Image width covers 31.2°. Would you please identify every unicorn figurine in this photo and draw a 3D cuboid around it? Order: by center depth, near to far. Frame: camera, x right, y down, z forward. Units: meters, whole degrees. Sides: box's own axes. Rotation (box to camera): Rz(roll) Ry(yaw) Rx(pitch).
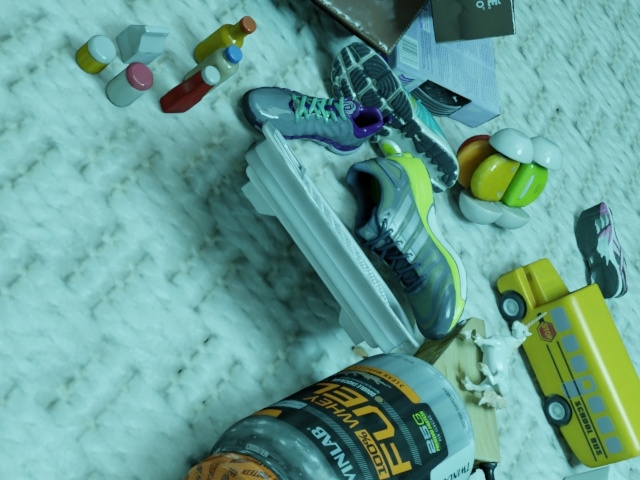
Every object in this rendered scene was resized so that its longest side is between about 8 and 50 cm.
[{"bbox_3d":[0.245,0.162,1.602,0.111,0.060,0.162,25,70,-34],"label":"unicorn figurine"}]

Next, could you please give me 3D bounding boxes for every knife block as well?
[{"bbox_3d":[0.197,0.274,1.598,0.242,0.088,0.276,55,43,-8],"label":"knife block"}]

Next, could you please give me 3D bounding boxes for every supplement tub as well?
[{"bbox_3d":[0.011,0.272,1.335,0.338,0.207,0.207,-21,84,-47],"label":"supplement tub"}]

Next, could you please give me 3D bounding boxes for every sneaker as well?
[{"bbox_3d":[-0.004,-0.188,1.636,0.224,0.098,0.083,9,63,-41],"label":"sneaker"},{"bbox_3d":[0.113,0.008,1.652,0.121,0.111,0.300,-1,60,-35],"label":"sneaker"},{"bbox_3d":[0.114,-0.191,1.772,0.275,0.107,0.110,51,24,-18],"label":"sneaker"},{"bbox_3d":[0.508,0.023,2.048,0.077,0.072,0.178,17,66,-51],"label":"sneaker"}]

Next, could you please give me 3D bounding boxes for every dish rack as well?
[{"bbox_3d":[0.000,0.000,1.484,0.333,0.072,0.285,54,3,-8],"label":"dish rack"}]

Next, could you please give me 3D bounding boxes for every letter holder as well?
[{"bbox_3d":[0.030,-0.455,1.689,0.302,0.214,0.152,33,9,-27],"label":"letter holder"}]

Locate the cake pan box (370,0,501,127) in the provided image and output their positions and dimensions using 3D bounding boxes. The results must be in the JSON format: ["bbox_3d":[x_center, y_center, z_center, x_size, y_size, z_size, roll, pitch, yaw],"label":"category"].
[{"bbox_3d":[0.189,-0.339,1.920,0.246,0.070,0.267,16,59,-35],"label":"cake pan box"}]

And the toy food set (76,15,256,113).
[{"bbox_3d":[-0.187,-0.236,1.482,0.232,0.104,0.111,-5,73,-45],"label":"toy food set"}]

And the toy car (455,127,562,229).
[{"bbox_3d":[0.289,-0.113,1.862,0.182,0.159,0.136,7,27,-44],"label":"toy car"}]

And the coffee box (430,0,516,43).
[{"bbox_3d":[0.230,-0.408,1.737,0.297,0.119,0.168,-66,150,-68],"label":"coffee box"}]

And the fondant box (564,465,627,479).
[{"bbox_3d":[0.489,0.533,1.736,0.330,0.096,0.238,42,46,-21],"label":"fondant box"}]

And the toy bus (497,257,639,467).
[{"bbox_3d":[0.406,0.185,1.809,0.108,0.130,0.332,-16,81,-47],"label":"toy bus"}]
